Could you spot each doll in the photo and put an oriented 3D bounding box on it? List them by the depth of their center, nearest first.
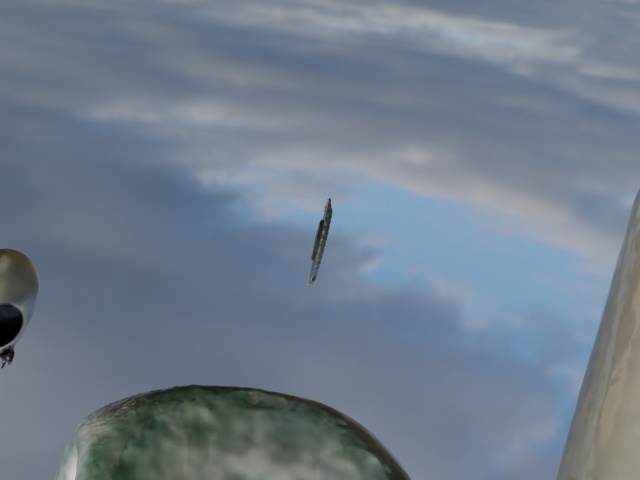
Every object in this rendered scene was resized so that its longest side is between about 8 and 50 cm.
[{"bbox_3d":[-0.343,0.034,1.341,0.180,0.110,0.107,35,-145,-28],"label":"doll"}]

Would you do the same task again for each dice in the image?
[{"bbox_3d":[-0.098,0.359,1.420,0.327,0.348,0.330,10,-132,-15],"label":"dice"}]

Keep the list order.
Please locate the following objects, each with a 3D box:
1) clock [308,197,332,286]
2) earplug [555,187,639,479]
[{"bbox_3d":[0.000,0.000,1.289,0.010,0.074,0.083,13,154,-1],"label":"clock"},{"bbox_3d":[0.368,0.080,1.165,0.312,0.394,0.312,15,171,2],"label":"earplug"}]
